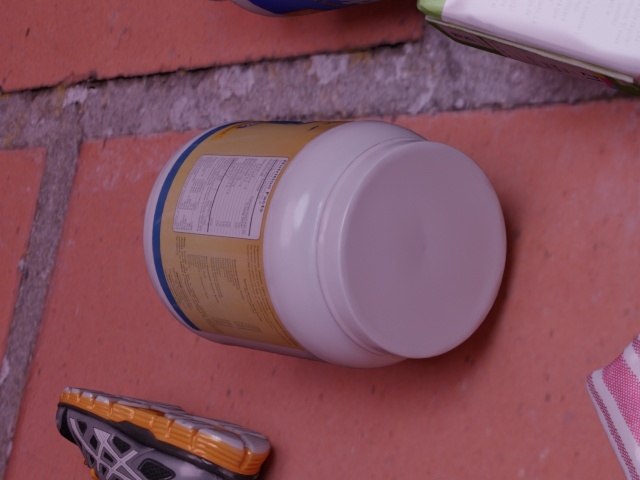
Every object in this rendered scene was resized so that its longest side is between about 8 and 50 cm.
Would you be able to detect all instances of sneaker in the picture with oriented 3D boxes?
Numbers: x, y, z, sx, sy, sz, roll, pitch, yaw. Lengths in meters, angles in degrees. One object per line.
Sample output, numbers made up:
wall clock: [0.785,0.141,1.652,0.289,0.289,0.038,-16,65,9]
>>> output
sneaker: [-0.121,0.152,1.215,0.215,0.084,0.083,11,90,53]

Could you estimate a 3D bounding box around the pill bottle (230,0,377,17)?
pill bottle: [0.003,-0.224,1.144,0.272,0.152,0.152,-2,74,53]

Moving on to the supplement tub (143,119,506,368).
supplement tub: [0.000,0.000,1.062,0.199,0.144,0.144,5,80,53]

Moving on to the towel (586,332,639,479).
towel: [0.212,0.065,0.852,0.197,0.029,0.144,-49,41,30]

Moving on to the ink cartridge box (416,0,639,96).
ink cartridge box: [0.204,-0.162,0.916,0.255,0.097,0.189,20,92,20]
